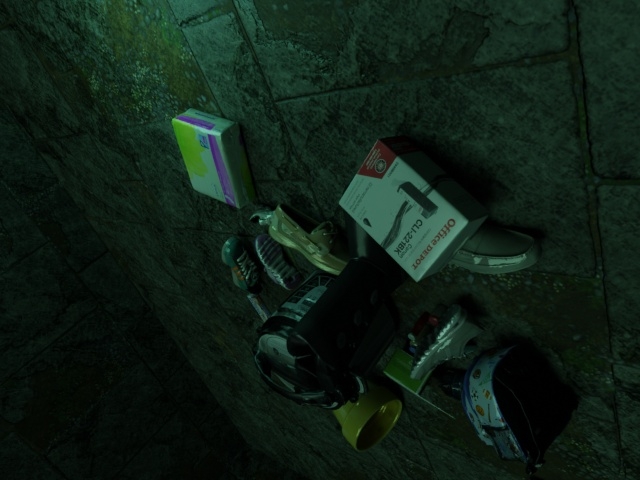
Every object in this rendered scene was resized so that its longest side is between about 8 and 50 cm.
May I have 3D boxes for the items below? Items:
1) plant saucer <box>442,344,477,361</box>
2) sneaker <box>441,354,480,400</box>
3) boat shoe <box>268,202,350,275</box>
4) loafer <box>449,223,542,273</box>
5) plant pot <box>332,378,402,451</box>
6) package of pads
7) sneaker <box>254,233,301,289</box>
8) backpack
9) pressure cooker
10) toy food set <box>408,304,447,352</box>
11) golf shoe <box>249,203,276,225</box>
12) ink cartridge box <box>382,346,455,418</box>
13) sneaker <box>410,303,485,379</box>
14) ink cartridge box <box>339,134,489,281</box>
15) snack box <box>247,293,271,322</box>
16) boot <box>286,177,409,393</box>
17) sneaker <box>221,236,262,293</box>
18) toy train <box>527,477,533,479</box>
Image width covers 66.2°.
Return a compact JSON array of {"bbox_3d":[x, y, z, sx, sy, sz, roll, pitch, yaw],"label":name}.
[{"bbox_3d":[0.396,0.351,1.507,0.192,0.067,0.018,134,134,-57],"label":"plant saucer"},{"bbox_3d":[0.443,0.422,1.509,0.163,0.086,0.226,9,134,38],"label":"sneaker"},{"bbox_3d":[0.000,0.000,1.492,0.341,0.121,0.110,26,121,9],"label":"boat shoe"},{"bbox_3d":[0.344,0.003,1.142,0.319,0.112,0.111,4,137,45],"label":"loafer"},{"bbox_3d":[0.152,0.650,1.941,0.239,0.254,0.254,36,148,38],"label":"plant pot"},{"bbox_3d":[-0.345,-0.263,1.591,0.229,0.101,0.296,23,140,29],"label":"package of pads"},{"bbox_3d":[-0.174,0.081,1.797,0.104,0.095,0.236,0,128,56],"label":"sneaker"},{"bbox_3d":[0.508,0.415,1.304,0.213,0.276,0.263,-19,99,52],"label":"backpack"},{"bbox_3d":[0.007,0.331,1.572,0.375,0.420,0.370,46,147,-1],"label":"pressure cooker"},{"bbox_3d":[0.331,0.281,1.459,0.111,0.104,0.232,39,146,8],"label":"toy food set"},{"bbox_3d":[-0.157,-0.069,1.617,0.176,0.086,0.069,7,130,40],"label":"golf shoe"},{"bbox_3d":[0.341,0.465,1.593,0.255,0.097,0.189,30,170,21],"label":"ink cartridge box"},{"bbox_3d":[0.345,0.308,1.366,0.115,0.105,0.281,30,125,0],"label":"sneaker"},{"bbox_3d":[0.203,-0.074,1.107,0.273,0.114,0.197,46,128,20],"label":"ink cartridge box"},{"bbox_3d":[-0.259,0.311,2.188,0.064,0.022,0.178,1,127,48],"label":"snack box"},{"bbox_3d":[0.053,0.105,1.255,0.146,0.445,0.367,3,129,45],"label":"boot"},{"bbox_3d":[-0.294,0.103,1.936,0.121,0.108,0.302,25,150,25],"label":"sneaker"},{"bbox_3d":[0.775,0.899,1.681,0.184,0.080,0.105,35,151,13],"label":"toy train"}]
